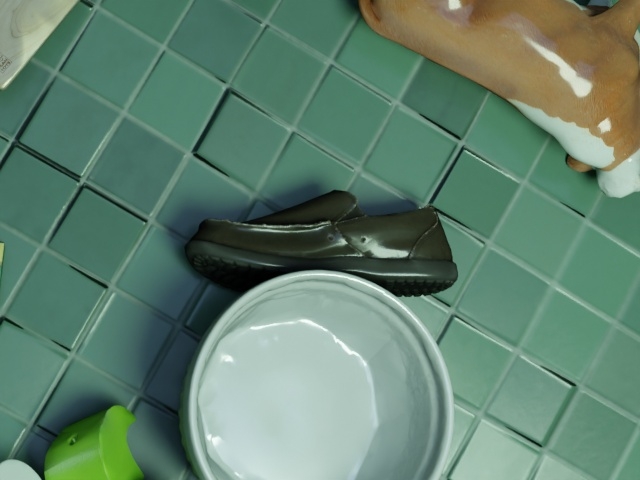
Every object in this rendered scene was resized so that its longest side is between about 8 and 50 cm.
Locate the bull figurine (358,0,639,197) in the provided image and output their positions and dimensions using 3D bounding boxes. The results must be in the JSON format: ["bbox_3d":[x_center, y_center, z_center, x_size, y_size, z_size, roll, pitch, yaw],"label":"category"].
[{"bbox_3d":[0.186,-0.170,1.236,0.310,0.101,0.188,28,78,-10],"label":"bull figurine"}]

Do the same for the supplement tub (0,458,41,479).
[{"bbox_3d":[-0.259,0.211,1.121,0.107,0.071,0.071,-26,92,22],"label":"supplement tub"}]

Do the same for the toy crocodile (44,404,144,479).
[{"bbox_3d":[-0.086,0.275,1.160,0.340,0.105,0.115,47,121,-5],"label":"toy crocodile"}]

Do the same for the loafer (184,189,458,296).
[{"bbox_3d":[0.000,0.000,1.208,0.220,0.080,0.078,4,73,-16],"label":"loafer"}]

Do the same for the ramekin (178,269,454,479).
[{"bbox_3d":[-0.012,0.132,1.163,0.207,0.109,0.207,3,80,-16],"label":"ramekin"}]

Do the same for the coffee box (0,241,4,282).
[{"bbox_3d":[-0.305,0.085,1.156,0.113,0.040,0.184,8,85,-10],"label":"coffee box"}]

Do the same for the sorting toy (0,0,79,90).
[{"bbox_3d":[-0.251,-0.211,1.181,0.132,0.046,0.274,38,81,-6],"label":"sorting toy"}]
